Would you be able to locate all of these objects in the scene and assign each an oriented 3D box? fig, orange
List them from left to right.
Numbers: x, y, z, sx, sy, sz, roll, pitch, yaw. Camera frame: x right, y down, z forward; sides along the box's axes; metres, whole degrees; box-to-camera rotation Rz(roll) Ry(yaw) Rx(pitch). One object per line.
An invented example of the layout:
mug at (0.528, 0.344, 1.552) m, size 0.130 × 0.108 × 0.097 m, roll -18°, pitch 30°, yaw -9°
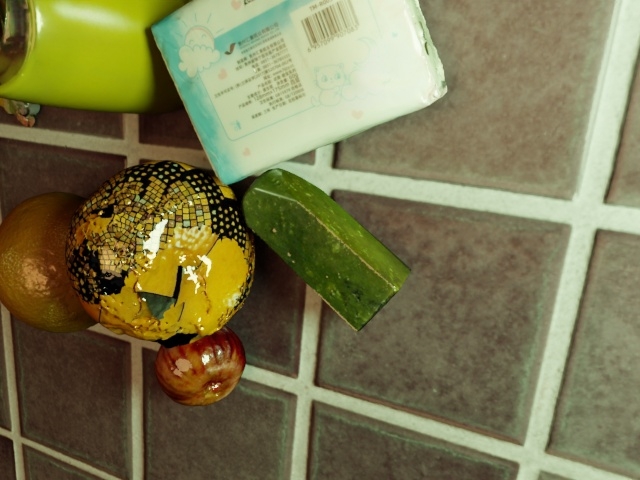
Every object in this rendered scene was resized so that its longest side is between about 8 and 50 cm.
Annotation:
orange at (-0.367, 0.029, 0.737) m, size 0.205 × 0.206 × 0.206 m, roll 6°, pitch 105°, yaw 22°
orange at (-0.193, 0.015, 0.645) m, size 0.182 × 0.234 × 0.235 m, roll 15°, pitch 112°, yaw 55°
fig at (-0.169, 0.167, 0.739) m, size 0.128 × 0.150 × 0.129 m, roll 0°, pitch 113°, yaw 0°

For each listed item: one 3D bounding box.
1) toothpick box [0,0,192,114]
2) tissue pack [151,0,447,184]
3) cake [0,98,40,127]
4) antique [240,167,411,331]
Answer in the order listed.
toothpick box at (-0.270, -0.234, 0.585) m, size 0.174 × 0.271 × 0.175 m, roll 5°, pitch 105°, yaw 21°
tissue pack at (-0.021, -0.199, 0.560) m, size 0.271 × 0.124 × 0.202 m, roll -17°, pitch 109°, yaw 24°
cake at (-0.454, -0.292, 0.779) m, size 0.109 × 0.090 × 0.225 m, roll 38°, pitch 132°, yaw 8°
antique at (0.000, 0.000, 0.634) m, size 0.221 × 0.081 × 0.080 m, roll 43°, pitch 114°, yaw 7°
